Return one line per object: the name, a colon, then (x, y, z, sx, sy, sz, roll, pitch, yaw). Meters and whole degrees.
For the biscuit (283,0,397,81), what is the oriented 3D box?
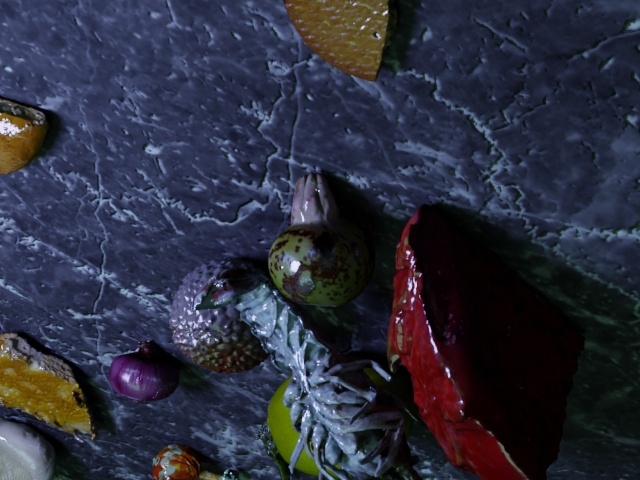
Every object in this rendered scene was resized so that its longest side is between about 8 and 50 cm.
biscuit: (0.020, -0.255, 1.086, 0.126, 0.025, 0.206, 18, 140, 10)

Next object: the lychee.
lychee: (-0.125, 0.103, 1.491, 0.165, 0.197, 0.165, 3, 102, 14)

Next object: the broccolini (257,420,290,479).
broccolini: (-0.073, 0.382, 1.864, 0.051, 0.054, 0.239, 48, 157, 33)

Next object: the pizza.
pizza: (-0.504, 0.269, 1.960, 0.297, 0.071, 0.189, 39, 129, -21)

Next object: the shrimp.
shrimp: (0.006, 0.200, 1.366, 0.221, 0.166, 0.410, -35, 87, 40)

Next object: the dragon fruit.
dragon fruit: (0.185, 0.100, 1.328, 0.330, 0.240, 0.302, 65, 160, -12)

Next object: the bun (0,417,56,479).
bun: (-0.617, 0.430, 2.185, 0.183, 0.102, 0.183, 8, 122, 12)

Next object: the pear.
pear: (0.042, 0.245, 1.532, 0.219, 0.187, 0.187, -20, 126, 18)

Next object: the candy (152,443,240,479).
candy: (-0.170, 0.444, 1.978, 0.287, 0.084, 0.078, 15, 138, 3)

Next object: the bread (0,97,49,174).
bread: (-0.437, -0.136, 1.467, 0.154, 0.054, 0.136, 21, 145, 11)

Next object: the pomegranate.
pomegranate: (-0.007, 0.007, 1.332, 0.125, 0.138, 0.163, -34, 81, 36)

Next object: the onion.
onion: (-0.286, 0.214, 1.756, 0.115, 0.104, 0.115, 4, 179, 0)
